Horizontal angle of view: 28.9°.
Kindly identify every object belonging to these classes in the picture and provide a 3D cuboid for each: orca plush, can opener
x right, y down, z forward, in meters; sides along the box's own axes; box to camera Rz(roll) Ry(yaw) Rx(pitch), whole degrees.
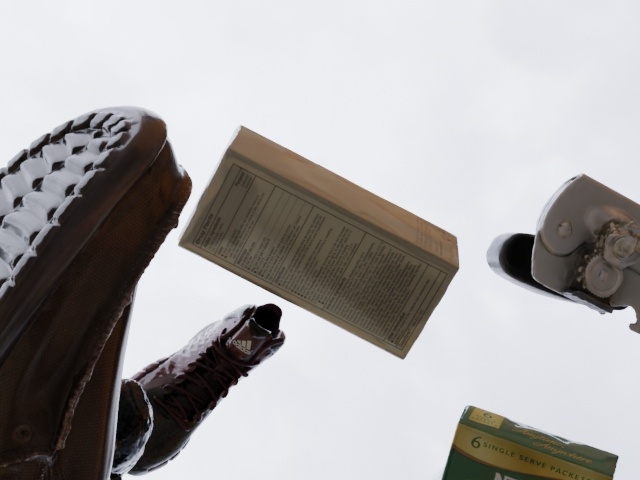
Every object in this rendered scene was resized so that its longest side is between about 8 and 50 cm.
[{"bbox_3d":[-0.236,0.233,1.155,0.102,0.287,0.151,60,-154,12],"label":"orca plush"},{"bbox_3d":[0.245,0.042,0.801,0.280,0.093,0.074,25,-96,-15],"label":"can opener"}]

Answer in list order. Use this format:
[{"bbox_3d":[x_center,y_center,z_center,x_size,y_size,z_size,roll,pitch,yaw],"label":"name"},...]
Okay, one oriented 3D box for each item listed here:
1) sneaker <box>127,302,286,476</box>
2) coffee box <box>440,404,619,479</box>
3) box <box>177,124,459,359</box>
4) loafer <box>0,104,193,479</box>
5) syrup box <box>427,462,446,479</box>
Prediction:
[{"bbox_3d":[-0.138,0.153,1.475,0.106,0.162,0.281,47,-137,-5],"label":"sneaker"},{"bbox_3d":[0.126,0.216,0.860,0.040,0.113,0.184,-33,-41,-67],"label":"coffee box"},{"bbox_3d":[0.000,0.000,1.509,0.311,0.121,0.148,29,-70,-5],"label":"box"},{"bbox_3d":[-0.175,0.092,0.709,0.130,0.134,0.366,31,-86,-33],"label":"loafer"},{"bbox_3d":[0.230,0.404,1.650,0.237,0.093,0.096,43,-153,5],"label":"syrup box"}]
